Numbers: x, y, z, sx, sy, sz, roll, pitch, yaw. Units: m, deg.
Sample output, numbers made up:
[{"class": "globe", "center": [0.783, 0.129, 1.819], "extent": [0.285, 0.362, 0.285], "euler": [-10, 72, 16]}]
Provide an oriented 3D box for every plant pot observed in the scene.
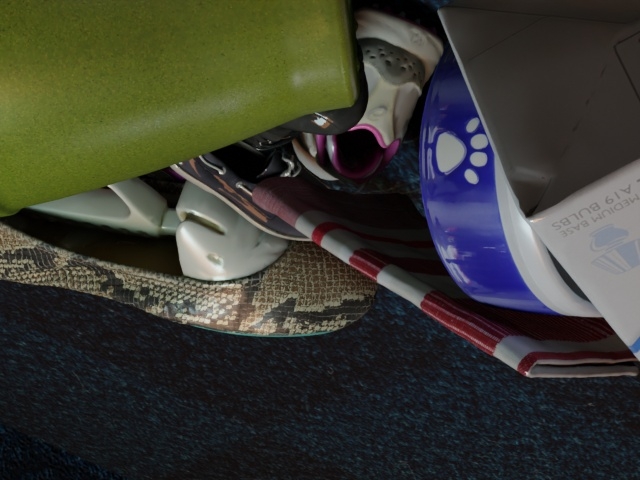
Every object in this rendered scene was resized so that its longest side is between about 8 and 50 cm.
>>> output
[{"class": "plant pot", "center": [-0.153, -0.203, 1.239], "extent": [0.353, 0.366, 0.366], "euler": [-7, 153, 3]}]

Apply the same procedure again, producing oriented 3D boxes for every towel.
[{"class": "towel", "center": [0.121, 0.031, 1.488], "extent": [0.329, 0.037, 0.237], "euler": [33, -164, 32]}]

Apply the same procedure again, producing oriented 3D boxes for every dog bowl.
[{"class": "dog bowl", "center": [0.198, -0.069, 1.360], "extent": [0.104, 0.265, 0.265], "euler": [1, 151, 38]}]

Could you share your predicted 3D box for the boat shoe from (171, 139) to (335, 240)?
[{"class": "boat shoe", "center": [-0.054, -0.060, 1.585], "extent": [0.206, 0.075, 0.065], "euler": [27, 156, -19]}]

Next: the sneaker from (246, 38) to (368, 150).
[{"class": "sneaker", "center": [-0.035, -0.138, 1.451], "extent": [0.286, 0.109, 0.130], "euler": [37, 150, 56]}]

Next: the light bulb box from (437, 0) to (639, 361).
[{"class": "light bulb box", "center": [0.335, -0.078, 1.119], "extent": [0.358, 0.225, 0.361], "euler": [-30, 136, 16]}]

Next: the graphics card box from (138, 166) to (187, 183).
[{"class": "graphics card box", "center": [-0.234, -0.142, 1.725], "extent": [0.233, 0.094, 0.371], "euler": [31, 152, -29]}]

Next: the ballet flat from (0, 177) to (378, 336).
[{"class": "ballet flat", "center": [-0.182, -0.012, 1.695], "extent": [0.483, 0.164, 0.182], "euler": [10, 143, 17]}]

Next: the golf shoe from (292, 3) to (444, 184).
[{"class": "golf shoe", "center": [0.022, -0.109, 1.560], "extent": [0.115, 0.140, 0.306], "euler": [19, 157, -5]}]
